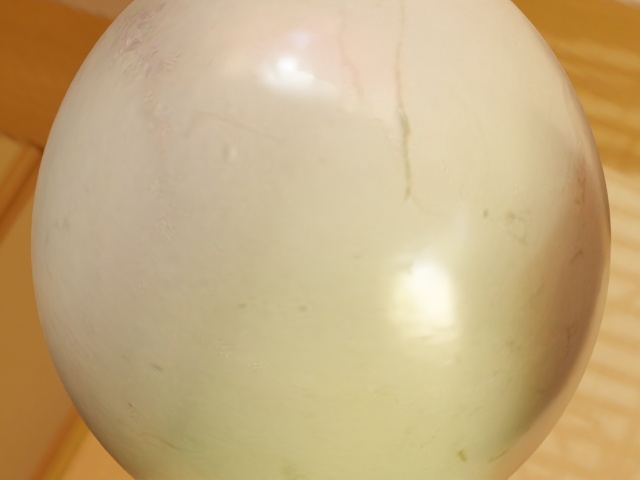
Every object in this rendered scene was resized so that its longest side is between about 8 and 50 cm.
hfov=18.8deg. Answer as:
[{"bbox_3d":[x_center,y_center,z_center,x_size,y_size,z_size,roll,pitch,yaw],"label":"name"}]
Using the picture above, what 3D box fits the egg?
[{"bbox_3d":[0.000,0.000,0.607,0.182,0.183,0.264,23,-19,9],"label":"egg"}]
